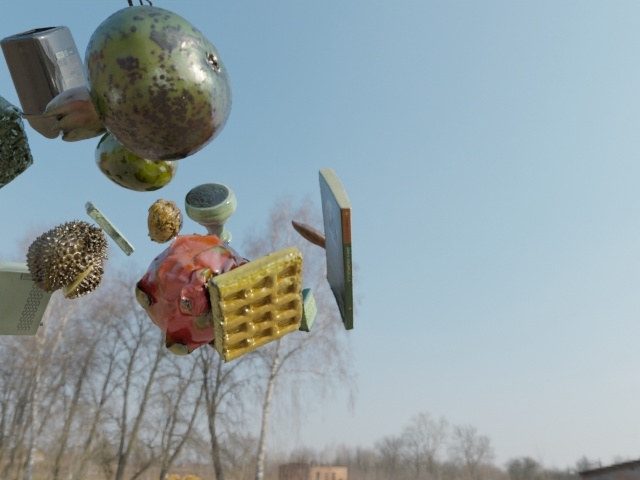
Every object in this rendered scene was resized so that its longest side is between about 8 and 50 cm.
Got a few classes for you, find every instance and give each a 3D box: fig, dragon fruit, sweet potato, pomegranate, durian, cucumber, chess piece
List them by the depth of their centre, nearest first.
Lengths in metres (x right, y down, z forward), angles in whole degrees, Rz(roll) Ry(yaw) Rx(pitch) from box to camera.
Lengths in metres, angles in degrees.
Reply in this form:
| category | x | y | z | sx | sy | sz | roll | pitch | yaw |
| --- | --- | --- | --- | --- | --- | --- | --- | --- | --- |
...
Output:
| category | x | y | z | sx | sy | sz | roll | pitch | yaw |
| --- | --- | --- | --- | --- | --- | --- | --- | --- | --- |
| durian | -0.347 | 0.012 | 0.785 | 0.110 | 0.140 | 0.071 | 37 | -55 | -11 |
| pomegranate | -0.343 | -0.266 | 1.023 | 0.340 | 0.285 | 0.285 | -18 | -29 | 10 |
| dragon fruit | -0.290 | 0.150 | 1.367 | 0.305 | 0.226 | 0.305 | -14 | -57 | -23 |
| fig | -0.515 | -0.232 | 1.513 | 0.225 | 0.203 | 0.203 | -1 | -24 | 31 |
| chess piece | -0.292 | -0.019 | 1.537 | 0.139 | 0.139 | 0.272 | 1 | -50 | 3 |
| cucumber | -0.056 | 0.222 | 1.770 | 0.062 | 0.115 | 0.116 | -4 | -61 | 15 |
| sweet potato | 0.000 | 0.000 | 2.067 | 0.264 | 0.057 | 0.057 | 33 | -29 | -2 |

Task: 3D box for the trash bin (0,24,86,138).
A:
| category | x | y | z | sx | sy | sz | roll | pitch | yaw |
| --- | --- | --- | --- | --- | --- | --- | --- | --- | --- |
| trash bin | -0.789 | -0.465 | 1.613 | 0.182 | 0.209 | 0.290 | 1 | -60 | 17 |

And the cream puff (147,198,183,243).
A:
| category | x | y | z | sx | sy | sz | roll | pitch | yaw |
| --- | --- | --- | --- | --- | --- | --- | --- | --- | --- |
| cream puff | -0.453 | -0.054 | 1.599 | 0.104 | 0.133 | 0.119 | 10 | -4 | -16 |

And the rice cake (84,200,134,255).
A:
| category | x | y | z | sx | sy | sz | roll | pitch | yaw |
| --- | --- | --- | --- | --- | --- | --- | --- | --- | --- |
| rice cake | -0.635 | -0.034 | 1.647 | 0.034 | 0.043 | 0.211 | -37 | -50 | -8 |

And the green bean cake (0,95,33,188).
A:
| category | x | y | z | sx | sy | sz | roll | pitch | yaw |
| --- | --- | --- | --- | --- | --- | --- | --- | --- | --- |
| green bean cake | -0.633 | -0.167 | 1.018 | 0.094 | 0.173 | 0.181 | 34 | -38 | 6 |

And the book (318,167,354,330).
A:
| category | x | y | z | sx | sy | sz | roll | pitch | yaw |
| --- | --- | --- | --- | --- | --- | --- | --- | --- | --- |
| book | 0.048 | 0.020 | 1.483 | 0.043 | 0.260 | 0.371 | -9 | -59 | -8 |

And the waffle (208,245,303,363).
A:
| category | x | y | z | sx | sy | sz | roll | pitch | yaw |
| --- | --- | --- | --- | --- | --- | --- | --- | --- | --- |
| waffle | -0.143 | 0.148 | 1.270 | 0.221 | 0.055 | 0.248 | -22 | -46 | -29 |

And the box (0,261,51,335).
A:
| category | x | y | z | sx | sy | sz | roll | pitch | yaw |
| --- | --- | --- | --- | --- | --- | --- | --- | --- | --- |
| box | -0.845 | 0.162 | 1.502 | 0.211 | 0.045 | 0.270 | 7 | -50 | -38 |

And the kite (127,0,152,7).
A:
| category | x | y | z | sx | sy | sz | roll | pitch | yaw |
| --- | --- | --- | --- | --- | --- | --- | --- | --- | --- |
| kite | -0.450 | -0.551 | 1.456 | 0.141 | 0.015 | 0.245 | 22 | -25 | 13 |
